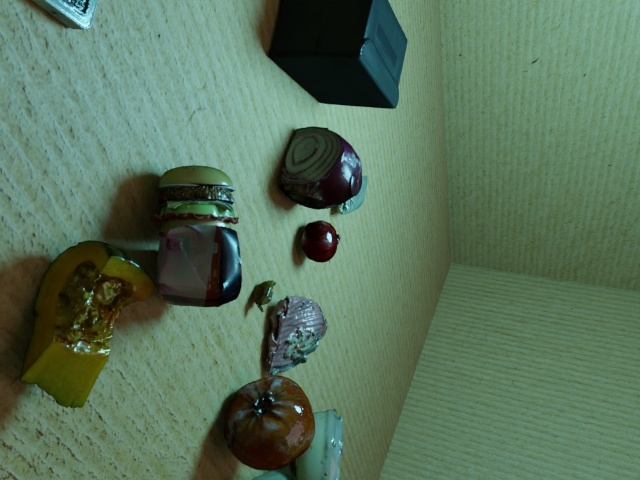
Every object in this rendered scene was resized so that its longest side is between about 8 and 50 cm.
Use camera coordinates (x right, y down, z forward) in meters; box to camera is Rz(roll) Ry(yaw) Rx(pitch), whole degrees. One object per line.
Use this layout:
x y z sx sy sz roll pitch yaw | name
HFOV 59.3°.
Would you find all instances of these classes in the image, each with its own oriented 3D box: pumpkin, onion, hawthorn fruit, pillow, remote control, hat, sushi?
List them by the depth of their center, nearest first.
-0.358 -0.450 0.840 0.103 0.034 0.250 32 69 -64 | remote control
-0.382 0.121 0.893 0.248 0.126 0.131 -57 145 -11 | pumpkin
-0.125 0.495 1.470 0.272 0.242 0.242 78 31 -45 | hawthorn fruit
-0.149 0.143 1.494 0.099 0.050 0.047 -59 143 -30 | sushi
0.020 -0.185 1.570 0.207 0.206 0.216 51 53 -60 | onion
-0.054 0.271 1.684 0.286 0.107 0.237 0 108 -61 | hat
0.000 0.000 1.698 0.131 0.131 0.131 9 90 -66 | onion
0.105 -0.164 1.935 0.181 0.078 0.134 -25 124 -66 | pillow

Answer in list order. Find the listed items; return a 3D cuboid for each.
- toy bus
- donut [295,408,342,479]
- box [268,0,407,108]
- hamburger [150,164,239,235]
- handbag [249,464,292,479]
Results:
-0.226 0.055 1.048 0.302 0.147 0.127 145 -55 -73 | toy bus
-0.012 0.731 1.799 0.382 0.142 0.382 5 90 -88 | donut
0.061 -0.513 1.502 0.345 0.251 0.204 20 79 -67 | box
-0.240 -0.075 1.082 0.175 0.175 0.137 3 86 -66 | hamburger
-0.178 0.783 1.581 0.316 0.109 0.253 29 75 -71 | handbag
